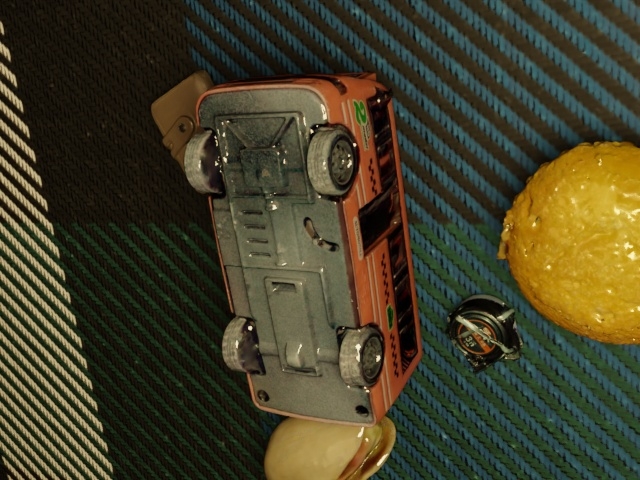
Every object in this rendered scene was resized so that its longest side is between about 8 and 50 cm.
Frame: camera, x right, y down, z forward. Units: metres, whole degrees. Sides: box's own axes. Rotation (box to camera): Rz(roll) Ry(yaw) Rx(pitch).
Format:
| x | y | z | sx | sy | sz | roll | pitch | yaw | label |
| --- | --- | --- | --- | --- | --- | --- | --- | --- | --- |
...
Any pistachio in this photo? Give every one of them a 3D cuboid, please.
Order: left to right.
| x | y | z | sx | sy | sz | roll | pitch | yaw | label |
| --- | --- | --- | --- | --- | --- | --- | --- | --- | --- |
| 0.008 | 0.302 | 1.282 | 0.215 | 0.144 | 0.144 | -35 | 89 | 36 | pistachio |

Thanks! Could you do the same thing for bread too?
| x | y | z | sx | sy | sz | roll | pitch | yaw | label |
| --- | --- | --- | --- | --- | --- | --- | --- | --- | --- |
| 0.322 | 0.000 | 0.971 | 0.239 | 0.139 | 0.240 | 12 | 115 | 27 | bread |

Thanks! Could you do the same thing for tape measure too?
| x | y | z | sx | sy | sz | roll | pitch | yaw | label |
| --- | --- | --- | --- | --- | --- | --- | --- | --- | --- |
| 0.208 | 0.116 | 1.139 | 0.091 | 0.054 | 0.094 | -25 | 101 | 34 | tape measure |

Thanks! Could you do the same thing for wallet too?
| x | y | z | sx | sy | sz | roll | pitch | yaw | label |
| --- | --- | --- | --- | --- | --- | --- | --- | --- | --- |
| -0.171 | -0.150 | 1.274 | 0.118 | 0.039 | 0.153 | -28 | 94 | 34 | wallet |

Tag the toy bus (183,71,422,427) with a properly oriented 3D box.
| x | y | z | sx | sy | sz | roll | pitch | yaw | label |
| --- | --- | --- | --- | --- | --- | --- | --- | --- | --- |
| 0.000 | 0.000 | 1.117 | 0.203 | 0.233 | 0.427 | 3 | 112 | 30 | toy bus |
